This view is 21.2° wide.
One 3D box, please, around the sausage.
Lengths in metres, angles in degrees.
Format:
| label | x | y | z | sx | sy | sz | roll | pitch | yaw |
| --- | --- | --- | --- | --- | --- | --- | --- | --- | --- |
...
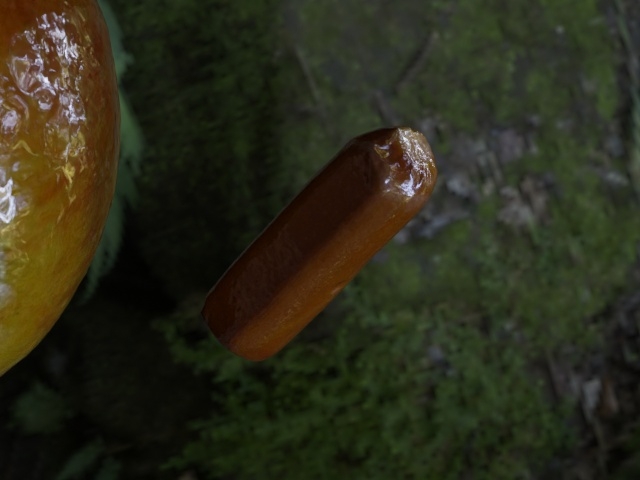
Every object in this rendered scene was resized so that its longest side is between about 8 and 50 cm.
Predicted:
| label | x | y | z | sx | sy | sz | roll | pitch | yaw |
| --- | --- | --- | --- | --- | --- | --- | --- | --- | --- |
| sausage | 0.000 | 0.000 | 0.707 | 0.039 | 0.131 | 0.041 | 3 | 51 | -45 |

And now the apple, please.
| label | x | y | z | sx | sy | sz | roll | pitch | yaw |
| --- | --- | --- | --- | --- | --- | --- | --- | --- | --- |
| apple | -0.225 | -0.059 | 0.784 | 0.301 | 0.301 | 0.301 | 35 | 45 | -46 |
